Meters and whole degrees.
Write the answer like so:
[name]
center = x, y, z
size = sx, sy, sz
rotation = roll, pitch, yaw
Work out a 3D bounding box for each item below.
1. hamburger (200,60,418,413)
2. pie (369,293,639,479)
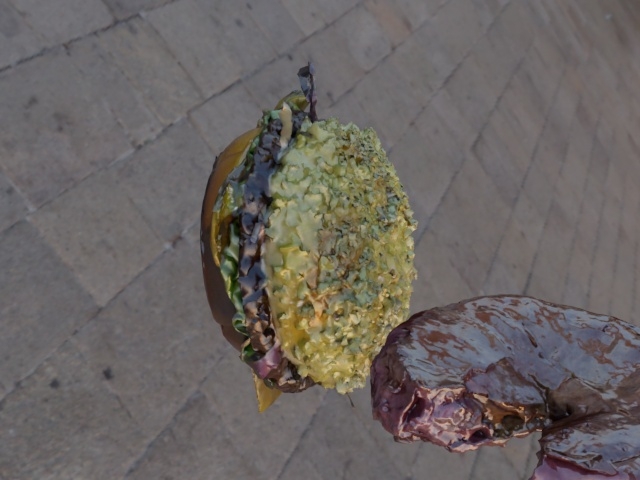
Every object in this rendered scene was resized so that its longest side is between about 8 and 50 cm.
[hamburger]
center = 0.000, 0.000, 0.692
size = 0.243, 0.139, 0.261
rotation = -68, 147, -49
[pie]
center = 0.138, 0.092, 0.516
size = 0.204, 0.219, 0.054
rotation = -28, 127, -54
